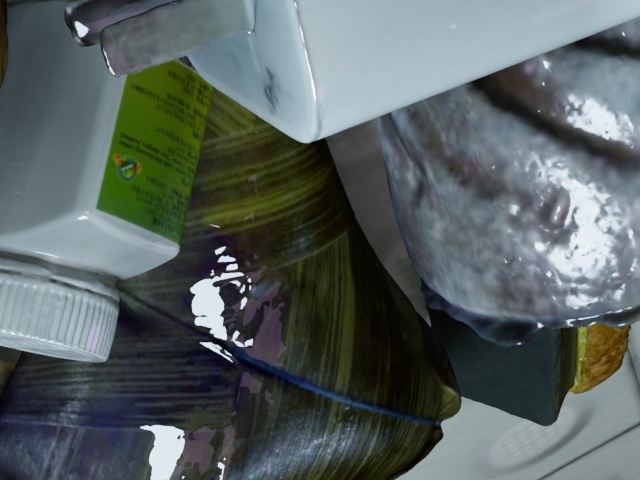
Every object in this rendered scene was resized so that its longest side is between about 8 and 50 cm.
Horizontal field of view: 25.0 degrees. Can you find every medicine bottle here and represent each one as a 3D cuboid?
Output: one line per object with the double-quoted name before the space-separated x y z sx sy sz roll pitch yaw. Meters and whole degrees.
"medicine bottle" -0.140 -0.034 0.792 0.132 0.188 0.088 3 166 36

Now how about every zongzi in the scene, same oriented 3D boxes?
"zongzi" 0.000 0.000 1.027 0.403 0.208 0.432 -1 117 -51

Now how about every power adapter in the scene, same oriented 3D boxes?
"power adapter" 0.006 -0.137 0.687 0.255 0.187 0.124 -21 116 -17

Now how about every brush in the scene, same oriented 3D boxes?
"brush" 0.161 0.087 1.279 0.197 0.123 0.059 75 35 -55

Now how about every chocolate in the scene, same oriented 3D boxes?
"chocolate" 0.160 -0.110 0.898 0.303 0.303 0.213 -28 117 -1

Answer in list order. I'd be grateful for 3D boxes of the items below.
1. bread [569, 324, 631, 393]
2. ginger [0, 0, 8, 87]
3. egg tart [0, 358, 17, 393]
"bread" 0.239 0.070 1.336 0.065 0.103 0.187 -27 148 -6
"ginger" -0.243 -0.087 0.650 0.269 0.223 0.200 15 125 -45
"egg tart" -0.352 0.194 1.028 0.352 0.150 0.352 -18 150 -11
